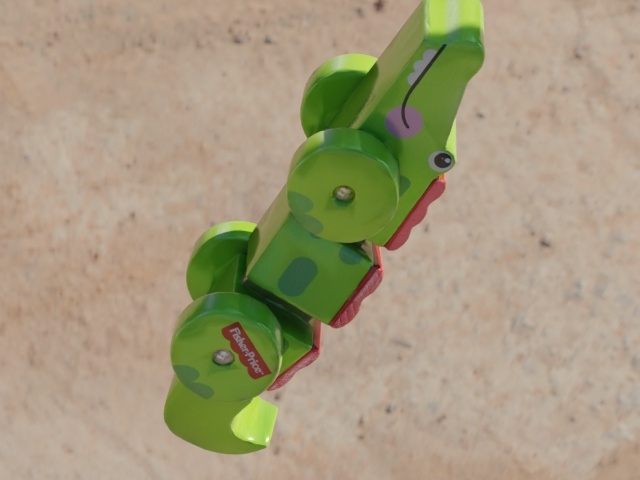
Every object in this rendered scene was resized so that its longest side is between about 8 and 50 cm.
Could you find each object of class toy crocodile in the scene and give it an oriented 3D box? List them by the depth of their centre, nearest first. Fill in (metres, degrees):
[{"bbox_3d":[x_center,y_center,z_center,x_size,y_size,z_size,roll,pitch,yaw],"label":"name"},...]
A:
[{"bbox_3d":[0.000,0.000,0.934,0.105,0.340,0.115,29,26,-14],"label":"toy crocodile"}]
